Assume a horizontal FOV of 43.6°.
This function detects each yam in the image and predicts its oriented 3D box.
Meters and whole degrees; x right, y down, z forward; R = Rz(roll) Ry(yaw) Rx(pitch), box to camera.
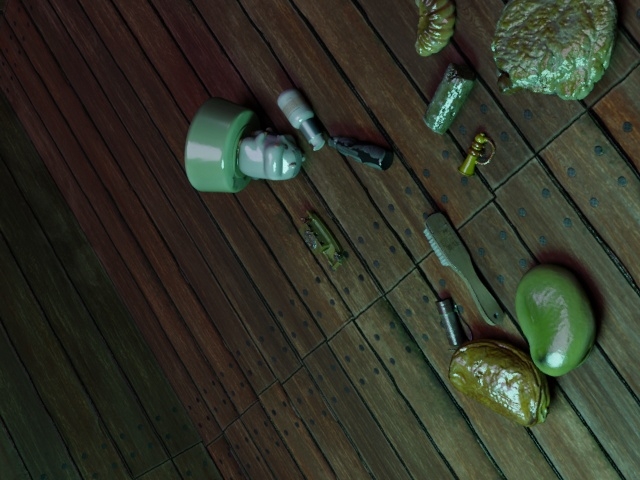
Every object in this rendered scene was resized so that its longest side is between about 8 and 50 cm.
[{"bbox_3d":[0.308,-0.341,1.933,0.078,0.078,0.179,48,135,22],"label":"yam"}]

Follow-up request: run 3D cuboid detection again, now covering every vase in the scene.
[{"bbox_3d":[0.102,-0.248,2.191,0.211,0.059,0.060,25,122,36],"label":"vase"}]

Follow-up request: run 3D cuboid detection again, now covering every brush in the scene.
[{"bbox_3d":[0.362,0.077,2.059,0.328,0.070,0.065,58,155,9],"label":"brush"}]

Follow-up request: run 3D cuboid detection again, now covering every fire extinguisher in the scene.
[{"bbox_3d":[0.359,0.230,2.136,0.078,0.045,0.157,-18,91,26],"label":"fire extinguisher"}]

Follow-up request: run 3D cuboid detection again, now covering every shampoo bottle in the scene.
[{"bbox_3d":[-0.048,-0.348,2.297,0.192,0.074,0.074,55,136,12],"label":"shampoo bottle"}]

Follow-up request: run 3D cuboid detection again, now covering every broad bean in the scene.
[{"bbox_3d":[0.547,0.185,1.865,0.189,0.121,0.263,-15,92,44],"label":"broad bean"}]

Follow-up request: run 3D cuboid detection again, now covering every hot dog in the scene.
[{"bbox_3d":[0.463,0.361,2.023,0.272,0.122,0.196,21,122,34],"label":"hot dog"}]

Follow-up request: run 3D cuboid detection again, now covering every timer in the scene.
[{"bbox_3d":[-0.203,-0.263,2.385,0.315,0.291,0.291,12,116,19],"label":"timer"}]

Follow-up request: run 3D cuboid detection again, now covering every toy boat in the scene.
[{"bbox_3d":[0.000,0.000,2.383,0.201,0.077,0.057,55,135,15],"label":"toy boat"}]

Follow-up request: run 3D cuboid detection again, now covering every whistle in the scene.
[{"bbox_3d":[0.380,-0.206,1.939,0.057,0.046,0.109,53,131,37],"label":"whistle"}]

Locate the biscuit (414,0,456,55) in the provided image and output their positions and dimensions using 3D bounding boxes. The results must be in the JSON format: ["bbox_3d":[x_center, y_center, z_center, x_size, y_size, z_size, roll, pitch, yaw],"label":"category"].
[{"bbox_3d":[0.266,-0.531,1.911,0.118,0.061,0.183,21,119,38],"label":"biscuit"}]

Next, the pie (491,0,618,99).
[{"bbox_3d":[0.491,-0.430,1.691,0.274,0.105,0.257,16,107,41],"label":"pie"}]
